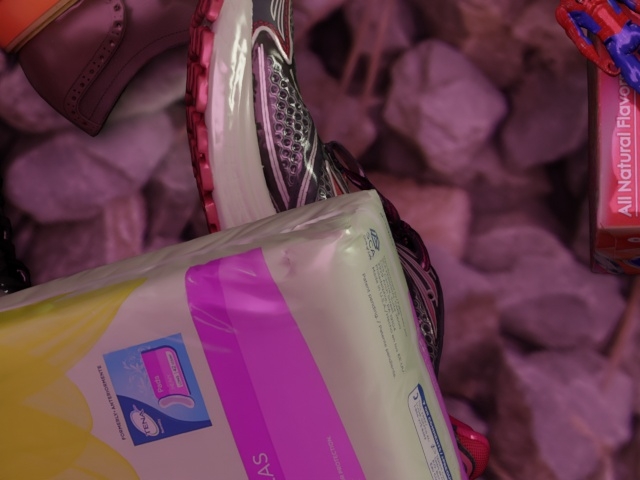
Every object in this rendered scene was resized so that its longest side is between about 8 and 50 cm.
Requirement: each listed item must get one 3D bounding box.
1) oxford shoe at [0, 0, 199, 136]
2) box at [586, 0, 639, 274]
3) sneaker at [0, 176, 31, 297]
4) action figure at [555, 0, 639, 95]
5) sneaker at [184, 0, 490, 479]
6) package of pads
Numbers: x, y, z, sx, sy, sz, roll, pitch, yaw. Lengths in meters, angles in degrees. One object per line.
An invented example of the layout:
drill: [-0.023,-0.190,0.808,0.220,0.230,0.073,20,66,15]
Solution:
oxford shoe: [-0.049,-0.164,0.912,0.271,0.097,0.098,-36,97,4]
box: [0.209,-0.139,0.840,0.154,0.142,0.300,0,80,8]
sneaker: [-0.207,-0.012,0.887,0.283,0.107,0.124,38,80,11]
action figure: [0.142,-0.088,0.754,0.038,0.030,0.115,-42,75,5]
sneaker: [0.000,0.000,0.850,0.112,0.121,0.299,-15,98,-4]
package of pads: [-0.080,0.128,0.763,0.296,0.101,0.229,-15,102,15]
